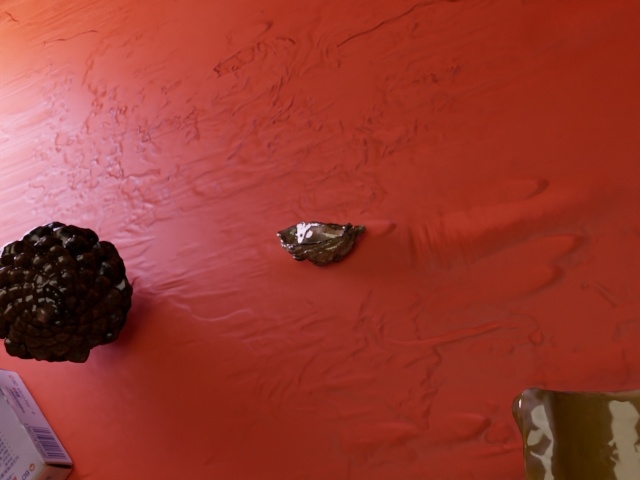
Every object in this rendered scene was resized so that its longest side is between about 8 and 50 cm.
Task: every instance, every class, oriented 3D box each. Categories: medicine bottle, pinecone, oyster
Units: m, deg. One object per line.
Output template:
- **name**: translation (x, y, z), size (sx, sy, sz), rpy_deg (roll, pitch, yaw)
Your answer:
- **medicine bottle**: translation (-0.399, 0.274, 0.730), size (0.171, 0.052, 0.201), rpy_deg (39, 87, 31)
- **pinecone**: translation (-0.296, 0.057, 0.722), size (0.173, 0.173, 0.174), rpy_deg (-9, 66, 21)
- **oyster**: translation (0.000, 0.000, 0.687), size (0.080, 0.038, 0.083), rpy_deg (-29, 28, -17)

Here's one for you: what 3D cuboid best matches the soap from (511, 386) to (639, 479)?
- **soap**: translation (0.194, 0.237, 0.362), size (0.143, 0.259, 0.281), rpy_deg (-12, 66, 23)
